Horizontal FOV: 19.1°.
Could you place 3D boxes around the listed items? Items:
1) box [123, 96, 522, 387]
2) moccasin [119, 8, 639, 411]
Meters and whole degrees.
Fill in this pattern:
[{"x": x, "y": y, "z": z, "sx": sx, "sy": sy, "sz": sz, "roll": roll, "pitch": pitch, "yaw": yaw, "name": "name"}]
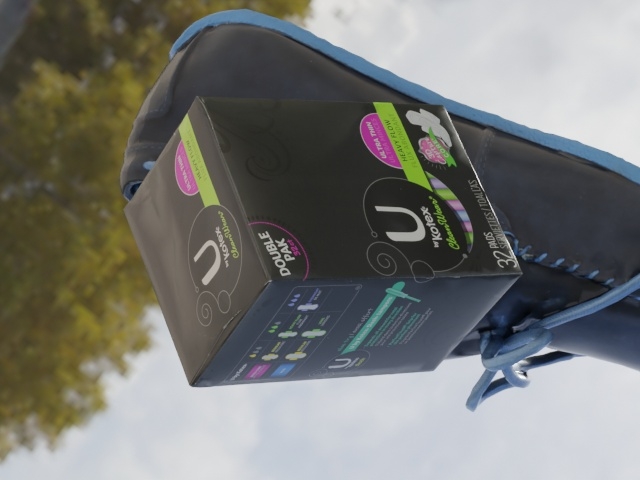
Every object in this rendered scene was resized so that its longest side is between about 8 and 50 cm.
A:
[{"x": 0.000, "y": 0.000, "z": 0.517, "sx": 0.052, "sy": 0.083, "sz": 0.062, "roll": -53, "pitch": -131, "yaw": 42, "name": "box"}, {"x": 0.062, "y": 0.012, "z": 0.894, "sx": 0.117, "sy": 0.342, "sz": 0.138, "roll": -57, "pitch": 156, "yaw": -22, "name": "moccasin"}]
